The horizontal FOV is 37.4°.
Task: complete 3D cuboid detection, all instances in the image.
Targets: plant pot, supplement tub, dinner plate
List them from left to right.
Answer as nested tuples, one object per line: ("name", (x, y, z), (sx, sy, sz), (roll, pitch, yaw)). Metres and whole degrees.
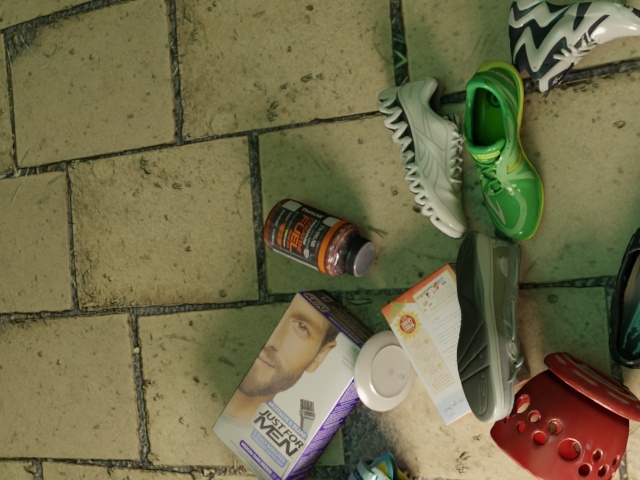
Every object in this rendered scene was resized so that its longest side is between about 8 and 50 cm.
("supplement tub", (0.000, 0.000, 1.719), (0.198, 0.106, 0.106), (22, 102, 28))
("dinner plate", (0.117, 0.227, 1.637), (0.017, 0.141, 0.141), (5, 94, 52))
("plant pot", (0.382, 0.278, 1.447), (0.191, 0.191, 0.174), (33, 100, 26))

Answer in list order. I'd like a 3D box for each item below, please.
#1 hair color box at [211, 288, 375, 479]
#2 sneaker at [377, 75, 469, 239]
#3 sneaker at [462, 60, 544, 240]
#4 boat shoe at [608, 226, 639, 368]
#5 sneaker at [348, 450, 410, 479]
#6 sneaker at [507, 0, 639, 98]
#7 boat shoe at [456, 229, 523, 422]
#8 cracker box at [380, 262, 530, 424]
("hair color box", (-0.039, 0.278, 1.748), (0.185, 0.110, 0.339), (40, 108, 25))
("sneaker", (0.198, -0.145, 1.606), (0.118, 0.110, 0.292), (-24, 79, 20))
("sneaker", (0.279, -0.136, 1.522), (0.109, 0.123, 0.295), (-3, 107, 40))
("boat shoe", (0.514, 0.039, 1.412), (0.127, 0.113, 0.340), (30, 106, 27))
("sneaker", (0.034, 0.457, 1.679), (0.319, 0.127, 0.208), (13, 96, 7))
("sneaker", (0.398, -0.296, 1.486), (0.235, 0.094, 0.153), (12, 98, 30))
("boat shoe", (0.279, 0.132, 1.491), (0.118, 0.103, 0.320), (116, 159, -54))
("cracker box", (0.228, 0.174, 1.610), (0.156, 0.067, 0.232), (-36, 72, 26))
